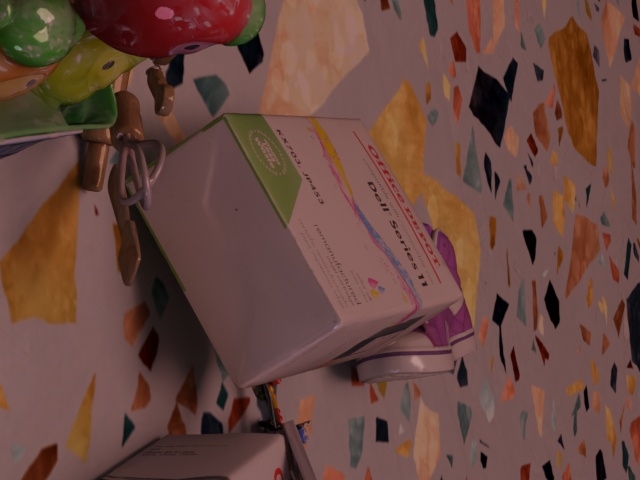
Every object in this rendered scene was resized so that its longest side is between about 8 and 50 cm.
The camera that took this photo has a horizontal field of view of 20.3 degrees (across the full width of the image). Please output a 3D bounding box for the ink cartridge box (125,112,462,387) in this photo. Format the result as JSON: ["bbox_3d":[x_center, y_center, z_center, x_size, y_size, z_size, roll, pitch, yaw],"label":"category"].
[{"bbox_3d":[0.000,0.000,1.600,0.207,0.119,0.353,60,22,10],"label":"ink cartridge box"}]

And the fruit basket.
[{"bbox_3d":[-0.144,-0.139,1.114,0.327,0.353,0.165,-19,102,-66],"label":"fruit basket"}]

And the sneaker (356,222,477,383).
[{"bbox_3d":[0.092,0.064,1.918,0.282,0.102,0.161,-22,103,-75],"label":"sneaker"}]

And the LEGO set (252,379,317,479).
[{"bbox_3d":[-0.019,0.175,1.577,0.182,0.060,0.244,83,-13,-46],"label":"LEGO set"}]

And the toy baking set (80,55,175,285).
[{"bbox_3d":[-0.145,-0.099,1.348,0.030,0.197,0.256,11,91,-20],"label":"toy baking set"}]

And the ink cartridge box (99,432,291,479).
[{"bbox_3d":[-0.119,0.289,1.379,0.289,0.122,0.211,-32,115,-63],"label":"ink cartridge box"}]
